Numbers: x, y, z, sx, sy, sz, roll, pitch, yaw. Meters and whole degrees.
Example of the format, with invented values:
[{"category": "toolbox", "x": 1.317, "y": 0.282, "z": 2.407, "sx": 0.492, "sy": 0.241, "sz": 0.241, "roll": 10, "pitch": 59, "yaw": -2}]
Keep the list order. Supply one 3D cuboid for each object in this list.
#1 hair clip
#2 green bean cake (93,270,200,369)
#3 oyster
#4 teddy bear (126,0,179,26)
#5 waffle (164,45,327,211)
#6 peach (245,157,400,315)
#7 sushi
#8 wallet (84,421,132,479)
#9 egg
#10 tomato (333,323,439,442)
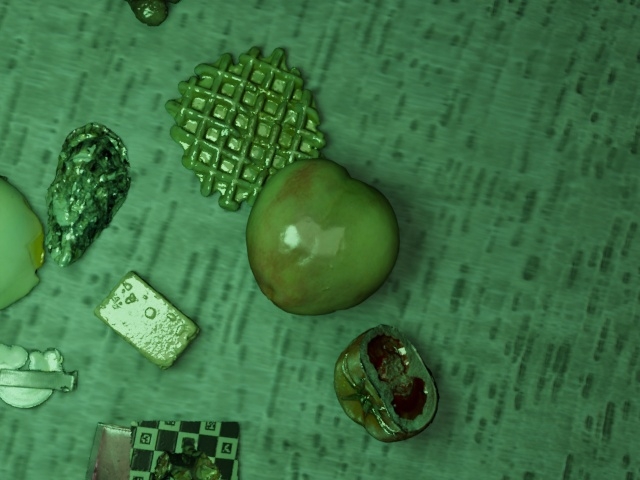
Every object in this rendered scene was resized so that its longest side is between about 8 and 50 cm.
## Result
[{"category": "hair clip", "x": -0.543, "y": 0.255, "z": 1.578, "sx": 0.172, "sy": 0.049, "sz": 0.116, "roll": 5, "pitch": 82, "yaw": -6}, {"category": "green bean cake", "x": -0.326, "y": 0.150, "z": 1.597, "sx": 0.179, "sy": 0.085, "sz": 0.109, "roll": 42, "pitch": 81, "yaw": -4}, {"category": "oyster", "x": -0.457, "y": -0.094, "z": 1.602, "sx": 0.252, "sy": 0.087, "sz": 0.199, "roll": -43, "pitch": 95, "yaw": -21}, {"category": "teddy bear", "x": -0.312, "y": -0.532, "z": 1.607, "sx": 0.190, "sy": 0.177, "sz": 0.140, "roll": -39, "pitch": 54, "yaw": -7}, {"category": "waffle", "x": -0.142, "y": -0.220, "z": 1.658, "sx": 0.292, "sy": 0.056, "sz": 0.309, "roll": -23, "pitch": 92, "yaw": -10}, {"category": "peach", "x": -0.001, "y": -0.001, "z": 1.570, "sx": 0.292, "sy": 0.247, "sz": 0.292, "roll": 6, "pitch": 77, "yaw": -28}, {"category": "sushi", "x": -0.263, "y": 0.433, "z": 1.611, "sx": 0.210, "sy": 0.040, "sz": 0.193, "roll": 2, "pitch": 86, "yaw": -22}, {"category": "wallet", "x": -0.389, "y": 0.470, "z": 1.604, "sx": 0.119, "sy": 0.025, "sz": 0.232, "roll": 12, "pitch": 86, "yaw": -9}, {"category": "egg", "x": -0.648, "y": 0.003, "z": 1.510, "sx": 0.264, "sy": 0.174, "sz": 0.286, "roll": -33, "pitch": 96, "yaw": -5}, {"category": "tomato", "x": 0.107, "y": 0.283, "z": 1.622, "sx": 0.181, "sy": 0.155, "sz": 0.214, "roll": -24, "pitch": 85, "yaw": -44}]
